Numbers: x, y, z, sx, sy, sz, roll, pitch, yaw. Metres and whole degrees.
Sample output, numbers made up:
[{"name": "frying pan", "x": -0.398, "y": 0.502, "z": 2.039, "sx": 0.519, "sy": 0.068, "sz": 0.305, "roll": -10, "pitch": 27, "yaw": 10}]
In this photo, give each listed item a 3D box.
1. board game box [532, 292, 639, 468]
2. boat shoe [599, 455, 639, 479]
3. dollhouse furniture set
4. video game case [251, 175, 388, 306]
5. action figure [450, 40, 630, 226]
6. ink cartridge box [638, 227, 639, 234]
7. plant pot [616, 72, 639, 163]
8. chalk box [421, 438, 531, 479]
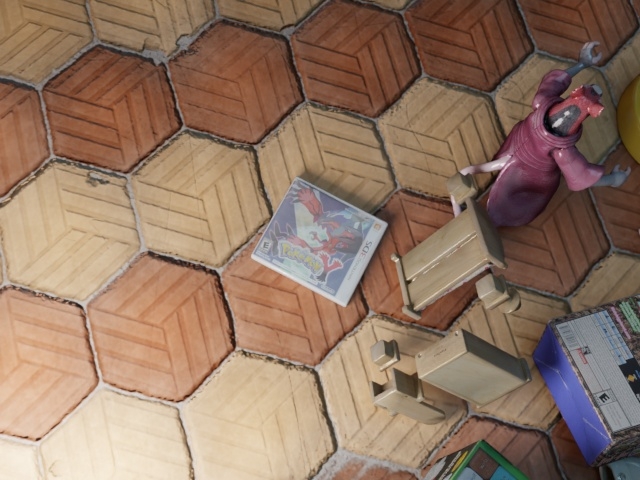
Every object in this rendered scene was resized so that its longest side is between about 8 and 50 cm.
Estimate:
[{"name": "board game box", "x": 0.562, "y": 0.229, "z": 1.353, "sx": 0.291, "sy": 0.141, "sz": 0.232, "roll": -14, "pitch": 57, "yaw": -9}, {"name": "boat shoe", "x": 0.512, "y": 0.544, "z": 1.294, "sx": 0.157, "sy": 0.136, "sz": 0.367, "roll": 4, "pitch": 71, "yaw": -4}, {"name": "dollhouse furniture set", "x": 0.231, "y": 0.111, "z": 1.412, "sx": 0.174, "sy": 0.303, "sz": 0.355, "roll": 30, "pitch": 37, "yaw": -33}, {"name": "video game case", "x": 0.000, "y": 0.000, "z": 1.461, "sx": 0.201, "sy": 0.023, "sz": 0.183, "roll": 27, "pitch": 73, "yaw": 3}, {"name": "action figure", "x": 0.380, "y": -0.182, "z": 1.367, "sx": 0.276, "sy": 0.370, "sz": 0.248, "roll": -13, "pitch": 74, "yaw": -6}, {"name": "ink cartridge box", "x": 0.821, "y": -0.113, "z": 1.419, "sx": 0.385, "sy": 0.308, "sz": 0.091, "roll": -30, "pitch": 80, "yaw": -13}, {"name": "plant pot", "x": 0.742, "y": -0.271, "z": 1.495, "sx": 0.254, "sy": 0.239, "sz": 0.254, "roll": 1, "pitch": 74, "yaw": -4}, {"name": "chalk box", "x": 0.245, "y": 0.443, "z": 1.206, "sx": 0.179, "sy": 0.289, "sz": 0.180, "roll": 41, "pitch": 67, "yaw": 8}]
